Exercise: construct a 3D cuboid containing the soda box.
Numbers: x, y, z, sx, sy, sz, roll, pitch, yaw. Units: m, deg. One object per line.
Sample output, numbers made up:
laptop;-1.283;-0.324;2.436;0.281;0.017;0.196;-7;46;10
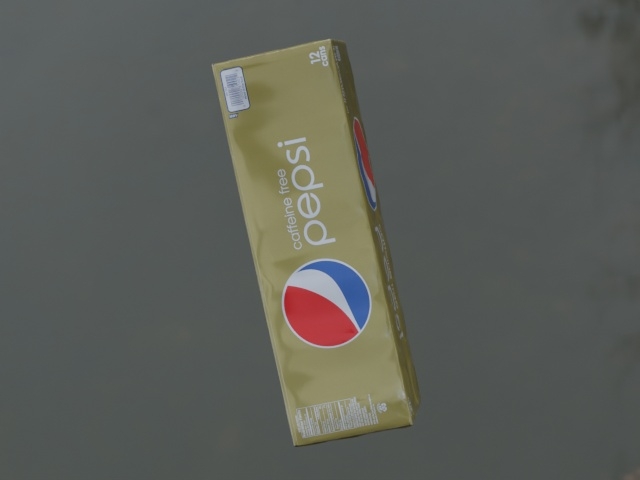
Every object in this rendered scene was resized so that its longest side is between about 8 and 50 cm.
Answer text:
soda box;0.000;0.000;0.870;0.058;0.181;0.061;-11;4;8
